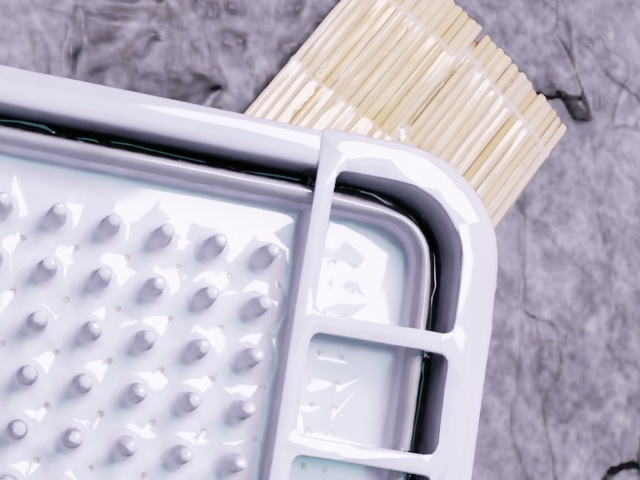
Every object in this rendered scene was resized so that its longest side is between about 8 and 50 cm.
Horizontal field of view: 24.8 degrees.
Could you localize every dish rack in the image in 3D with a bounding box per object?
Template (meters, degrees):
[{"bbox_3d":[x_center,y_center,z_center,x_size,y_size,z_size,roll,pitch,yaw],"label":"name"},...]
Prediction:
[{"bbox_3d":[-0.099,0.077,0.648,0.333,0.072,0.285,11,81,-13],"label":"dish rack"}]

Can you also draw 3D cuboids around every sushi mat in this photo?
[{"bbox_3d":[0.000,0.000,0.760,0.151,0.019,0.316,44,67,-13],"label":"sushi mat"}]
